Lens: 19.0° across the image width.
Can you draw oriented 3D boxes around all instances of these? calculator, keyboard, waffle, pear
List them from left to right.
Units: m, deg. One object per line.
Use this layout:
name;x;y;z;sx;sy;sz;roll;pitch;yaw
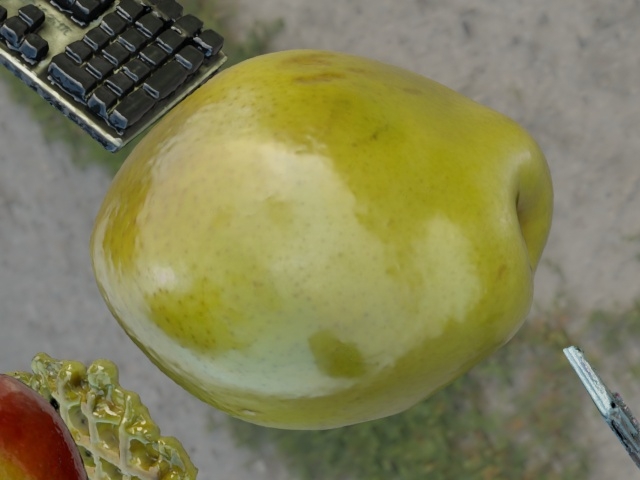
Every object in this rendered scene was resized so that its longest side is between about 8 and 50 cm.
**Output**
keyboard;-0.192;-0.171;0.998;0.317;0.106;0.027;38;139;8
waffle;-0.242;0.259;2.089;0.312;0.060;0.307;-15;106;51
pear;0.000;0.000;1.757;0.418;0.362;0.362;-1;114;15
calculator;0.182;0.114;1.138;0.057;0.018;0.172;58;-174;33

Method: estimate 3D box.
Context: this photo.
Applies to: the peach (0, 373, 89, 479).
peach;-0.314;0.256;1.681;0.281;0.238;0.281;-5;-90;-84
